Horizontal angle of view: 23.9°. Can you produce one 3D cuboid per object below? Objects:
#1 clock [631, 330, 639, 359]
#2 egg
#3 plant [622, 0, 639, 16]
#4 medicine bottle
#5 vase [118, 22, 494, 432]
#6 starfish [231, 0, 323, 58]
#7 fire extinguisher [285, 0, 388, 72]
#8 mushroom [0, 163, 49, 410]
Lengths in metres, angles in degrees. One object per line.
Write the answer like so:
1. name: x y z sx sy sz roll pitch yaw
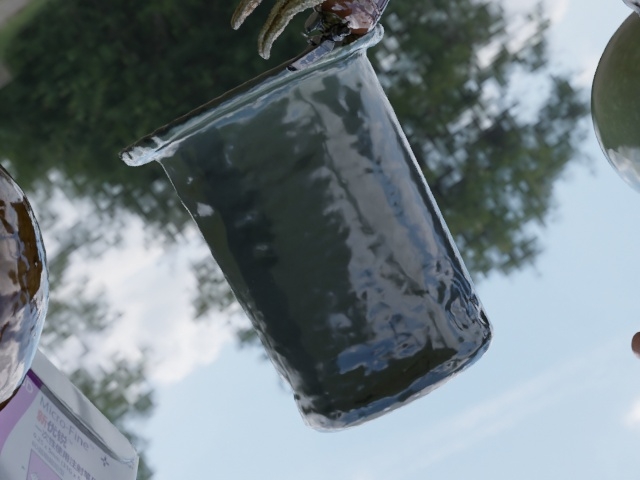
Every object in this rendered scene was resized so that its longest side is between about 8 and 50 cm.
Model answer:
1. clock: 0.385 0.067 1.404 0.092 0.166 0.162 -7 -156 -37
2. egg: 0.431 -0.159 1.601 0.352 0.258 0.258 -28 -177 -40
3. plant: 0.344 -0.309 1.125 0.320 0.181 0.194 -44 -174 -8
4. medicine bottle: -0.228 0.177 1.203 0.052 0.201 0.171 -25 -147 20
5. vase: 0.000 0.000 1.260 0.245 0.291 0.245 -25 -176 2
6. starfish: 0.013 -0.171 0.843 0.133 0.041 0.130 -20 -128 35
7. fire extinguisher: 0.033 -0.181 0.943 0.062 0.050 0.177 6 -116 61
8. mushroom: -0.355 0.010 1.052 0.259 0.345 0.345 -5 167 -42
